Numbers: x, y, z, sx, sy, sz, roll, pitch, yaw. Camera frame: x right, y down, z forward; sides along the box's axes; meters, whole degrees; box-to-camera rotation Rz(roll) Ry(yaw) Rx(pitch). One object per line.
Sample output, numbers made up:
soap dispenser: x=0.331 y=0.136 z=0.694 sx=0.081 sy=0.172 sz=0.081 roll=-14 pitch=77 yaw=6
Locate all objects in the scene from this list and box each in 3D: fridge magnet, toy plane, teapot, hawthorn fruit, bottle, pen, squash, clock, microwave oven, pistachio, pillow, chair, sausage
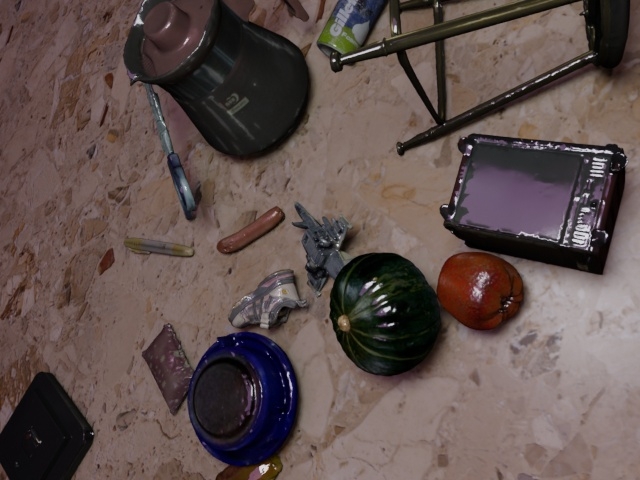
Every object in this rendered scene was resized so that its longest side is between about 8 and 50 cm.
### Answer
fridge magnet: x=-0.166 y=0.317 z=1.121 sx=0.266 sy=0.113 sz=0.265 roll=-8 pitch=73 yaw=28
toy plane: x=-0.009 y=0.001 z=1.134 sx=0.262 sy=0.088 sz=0.192 roll=48 pitch=129 yaw=34
teapot: x=-0.193 y=-0.394 z=1.178 sx=0.376 sy=0.362 sz=0.305 roll=-49 pitch=59 yaw=9
hawthorn fruit: x=0.265 y=0.083 z=0.939 sx=0.138 sy=0.133 sz=0.132 roll=30 pitch=93 yaw=48
bottle: x=0.107 y=-0.554 z=1.210 sx=0.093 sy=0.093 sz=0.330 roll=29 pitch=92 yaw=32
pen: x=-0.409 y=0.021 z=1.386 sx=0.234 sy=0.032 sz=0.040 roll=8 pitch=104 yaw=30
squash: x=0.110 y=0.127 z=0.973 sx=0.173 sy=0.218 sz=0.218 roll=-17 pitch=64 yaw=-15
clock: x=-0.724 y=0.519 z=1.421 sx=0.279 sy=0.049 sz=0.273 roll=34 pitch=95 yaw=32
microwave oven: x=0.350 y=-0.068 z=0.897 sx=0.248 sy=0.178 sz=0.188 roll=15 pitch=87 yaw=31
pistachio: x=-0.154 y=0.485 z=1.108 sx=0.173 sy=0.049 sz=0.089 roll=-34 pitch=63 yaw=18
pillow: x=-0.351 y=0.292 z=1.273 sx=0.118 sy=0.043 sz=0.185 roll=-49 pitch=59 yaw=12
chair: x=0.276 y=-0.402 z=0.936 sx=0.410 sy=0.365 sz=0.361 roll=-5 pitch=74 yaw=23
sausage: x=-0.162 y=-0.018 z=1.251 sx=0.186 sy=0.043 sz=0.043 roll=-30 pitch=64 yaw=20

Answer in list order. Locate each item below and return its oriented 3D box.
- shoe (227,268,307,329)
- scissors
shoe: x=-0.107 y=0.141 z=1.158 sx=0.180 sy=0.089 sz=0.092 roll=-40 pitch=73 yaw=17
scissors: x=-0.352 y=-0.236 z=1.255 sx=0.029 sy=0.256 sz=0.383 roll=-17 pitch=93 yaw=-15
